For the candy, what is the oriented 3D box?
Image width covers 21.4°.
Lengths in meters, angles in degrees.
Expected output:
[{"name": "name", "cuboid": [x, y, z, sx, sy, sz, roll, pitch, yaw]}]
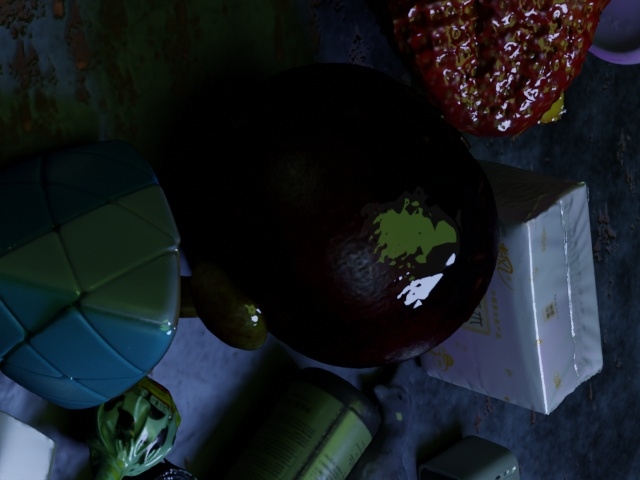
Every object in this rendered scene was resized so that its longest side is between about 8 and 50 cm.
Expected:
[{"name": "candy", "cuboid": [-0.197, 0.243, 1.478, 0.091, 0.083, 0.305, 84, 18, -45]}]

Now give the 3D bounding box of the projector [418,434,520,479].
[{"name": "projector", "cuboid": [0.169, 0.278, 1.914, 0.082, 0.083, 0.083, -26, 118, -37]}]

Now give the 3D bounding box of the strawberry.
[{"name": "strawberry", "cuboid": [0.169, -0.240, 1.655, 0.238, 0.250, 0.288, 34, 48, -81]}]

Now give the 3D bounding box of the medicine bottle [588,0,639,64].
[{"name": "medicine bottle", "cuboid": [0.423, -0.308, 1.934, 0.290, 0.178, 0.178, -17, 113, -40]}]

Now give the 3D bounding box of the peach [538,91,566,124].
[{"name": "peach", "cuboid": [0.245, -0.172, 1.885, 0.083, 0.050, 0.077, 25, 107, -36]}]

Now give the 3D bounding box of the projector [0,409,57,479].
[{"name": "projector", "cuboid": [-0.348, 0.199, 1.378, 0.269, 0.088, 0.193, 12, 91, -46]}]

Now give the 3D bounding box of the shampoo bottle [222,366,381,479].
[{"name": "shampoo bottle", "cuboid": [-0.054, 0.262, 1.678, 0.284, 0.101, 0.101, -54, 132, -19]}]

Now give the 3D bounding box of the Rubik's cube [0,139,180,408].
[{"name": "Rubik's cube", "cuboid": [-0.219, 0.039, 1.372, 0.254, 0.254, 0.254, -14, 111, -42]}]

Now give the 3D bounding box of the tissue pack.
[{"name": "tissue pack", "cuboid": [0.188, 0.043, 1.796, 0.124, 0.185, 0.225, -31, 122, -39]}]

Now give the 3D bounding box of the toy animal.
[{"name": "toy animal", "cuboid": [0.048, 0.314, 1.773, 0.206, 0.081, 0.367, -4, 97, -63]}]

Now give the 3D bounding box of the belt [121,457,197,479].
[{"name": "belt", "cuboid": [-0.173, 0.268, 1.594, 0.140, 0.058, 0.105, -56, 139, -22]}]

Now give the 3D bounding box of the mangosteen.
[{"name": "mangosteen", "cuboid": [0.016, -0.010, 1.544, 0.293, 0.297, 0.297, -50, 131, -26]}]
